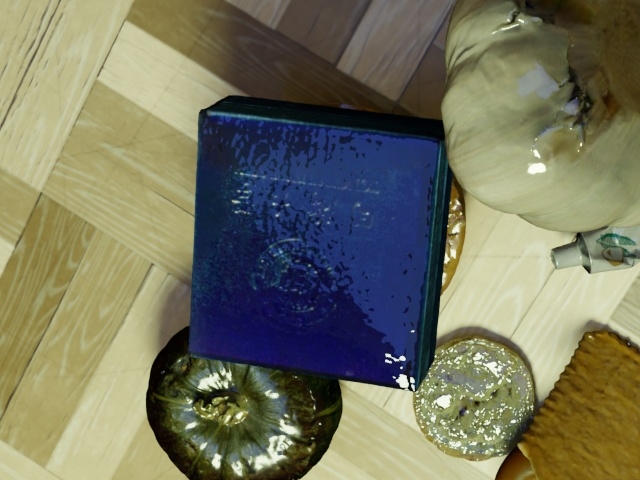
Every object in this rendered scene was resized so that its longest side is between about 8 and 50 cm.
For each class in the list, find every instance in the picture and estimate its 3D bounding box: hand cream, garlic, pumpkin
[{"bbox_3d":[0.379,-0.009,1.737,0.257,0.050,0.084,-16,102,14],"label":"hand cream"},{"bbox_3d":[0.253,-0.156,1.605,0.241,0.322,0.322,14,110,39],"label":"garlic"},{"bbox_3d":[-0.093,0.196,1.874,0.238,0.159,0.238,4,103,19],"label":"pumpkin"}]

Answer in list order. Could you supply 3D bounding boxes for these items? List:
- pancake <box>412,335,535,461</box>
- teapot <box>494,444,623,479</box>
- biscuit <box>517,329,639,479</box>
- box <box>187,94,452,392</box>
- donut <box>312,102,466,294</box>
[{"bbox_3d":[0.181,0.188,1.862,0.158,0.028,0.158,4,107,13],"label":"pancake"},{"bbox_3d":[0.304,0.309,1.794,0.252,0.135,0.178,22,107,33],"label":"teapot"},{"bbox_3d":[0.348,0.235,1.741,0.237,0.232,0.013,34,151,6],"label":"biscuit"},{"bbox_3d":[0.000,0.000,1.702,0.261,0.116,0.279,8,105,14],"label":"box"},{"bbox_3d":[0.038,-0.032,1.799,0.277,0.108,0.277,4,106,15],"label":"donut"}]
